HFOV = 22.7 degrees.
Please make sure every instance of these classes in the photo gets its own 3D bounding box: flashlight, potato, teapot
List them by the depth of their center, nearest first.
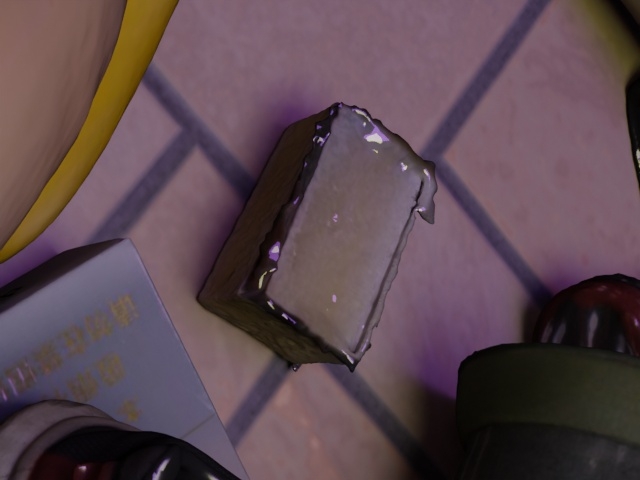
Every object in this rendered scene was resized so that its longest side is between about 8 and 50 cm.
[{"bbox_3d":[0.111,0.229,0.715,0.200,0.270,0.337,23,69,-2],"label":"teapot"},{"bbox_3d":[0.001,-0.002,0.776,0.086,0.061,0.122,39,60,-28],"label":"potato"},{"bbox_3d":[0.225,0.058,0.933,0.232,0.093,0.093,-3,86,-42],"label":"flashlight"}]

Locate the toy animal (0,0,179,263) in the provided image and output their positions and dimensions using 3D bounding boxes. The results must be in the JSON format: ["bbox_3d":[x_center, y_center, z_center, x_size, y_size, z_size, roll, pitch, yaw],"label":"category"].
[{"bbox_3d":[-0.183,-0.107,0.563,0.247,0.277,0.345,27,53,-2],"label":"toy animal"}]

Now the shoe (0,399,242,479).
[{"bbox_3d":[-0.033,0.146,0.609,0.227,0.112,0.099,43,61,-21],"label":"shoe"}]

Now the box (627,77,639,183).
[{"bbox_3d":[0.248,-0.049,0.999,0.125,0.027,0.126,-13,92,-39],"label":"box"}]

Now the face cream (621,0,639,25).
[{"bbox_3d":[0.209,-0.169,0.941,0.341,0.084,0.137,51,55,-3],"label":"face cream"}]

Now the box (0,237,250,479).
[{"bbox_3d":[-0.098,0.141,0.674,0.155,0.067,0.243,-34,105,-34],"label":"box"}]
